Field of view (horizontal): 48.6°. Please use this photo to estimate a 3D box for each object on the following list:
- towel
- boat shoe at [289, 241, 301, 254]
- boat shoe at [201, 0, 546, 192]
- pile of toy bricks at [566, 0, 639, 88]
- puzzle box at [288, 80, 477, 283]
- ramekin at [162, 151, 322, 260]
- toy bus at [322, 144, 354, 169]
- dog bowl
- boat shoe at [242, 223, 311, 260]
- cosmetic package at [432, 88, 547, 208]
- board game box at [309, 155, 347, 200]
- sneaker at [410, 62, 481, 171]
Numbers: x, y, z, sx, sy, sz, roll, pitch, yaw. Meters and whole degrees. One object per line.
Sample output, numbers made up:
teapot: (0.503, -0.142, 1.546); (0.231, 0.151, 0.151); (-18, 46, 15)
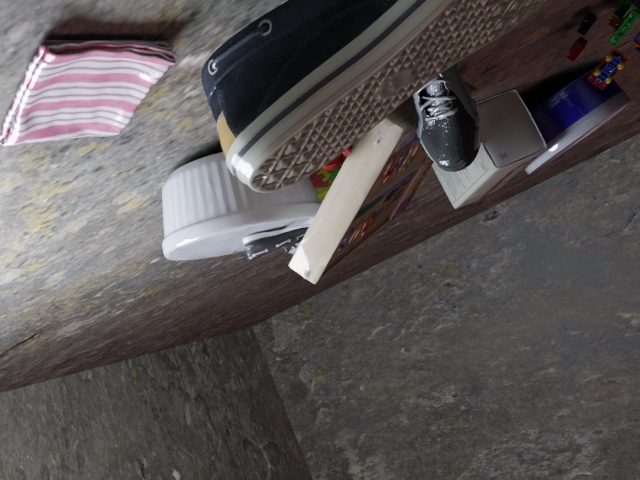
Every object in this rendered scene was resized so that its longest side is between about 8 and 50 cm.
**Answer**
towel: (-0.256, -0.154, 0.771); (0.144, 0.029, 0.197); (-13, 166, -40)
boat shoe: (0.000, 0.000, 1.999); (0.226, 0.076, 0.083); (-28, 168, 28)
boat shoe: (0.087, -0.249, 0.708); (0.500, 0.156, 0.187); (-36, 163, 8)
pile of toy bricks: (0.514, -0.372, 1.191); (0.105, 0.118, 0.212); (-52, 177, -46)
puzzle box: (0.112, -0.110, 1.122); (0.272, 0.052, 0.409); (-61, 168, 30)
ramekin: (-0.132, -0.061, 1.159); (0.273, 0.127, 0.273); (-13, 173, -2)
toy bus: (0.028, -0.196, 0.956); (0.202, 0.104, 0.191); (-61, 175, 29)
dog bowl: (0.549, -0.267, 1.592); (0.265, 0.104, 0.265); (-34, 173, -5)
boat shoe: (-0.057, 0.001, 1.108); (0.125, 0.038, 0.046); (-13, 174, -14)
cosmetic package: (0.361, -0.194, 1.578); (0.129, 0.153, 0.296); (-23, 172, -10)
board game box: (0.036, -0.141, 1.297); (0.181, 0.092, 0.043); (-23, 170, -3)
sneaker: (0.121, -0.198, 0.854); (0.086, 0.229, 0.132); (-17, 167, 32)
